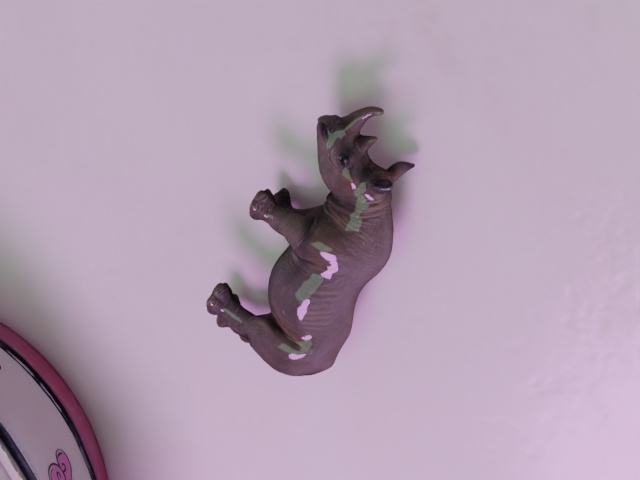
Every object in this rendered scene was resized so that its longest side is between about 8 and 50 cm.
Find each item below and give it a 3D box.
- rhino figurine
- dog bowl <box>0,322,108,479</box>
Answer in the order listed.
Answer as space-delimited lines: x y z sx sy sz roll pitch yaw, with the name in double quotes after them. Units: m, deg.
0.000 0.000 1.430 0.106 0.073 0.243 33 119 14 "rhino figurine"
-0.362 0.225 1.647 0.408 0.150 0.408 10 115 22 "dog bowl"
